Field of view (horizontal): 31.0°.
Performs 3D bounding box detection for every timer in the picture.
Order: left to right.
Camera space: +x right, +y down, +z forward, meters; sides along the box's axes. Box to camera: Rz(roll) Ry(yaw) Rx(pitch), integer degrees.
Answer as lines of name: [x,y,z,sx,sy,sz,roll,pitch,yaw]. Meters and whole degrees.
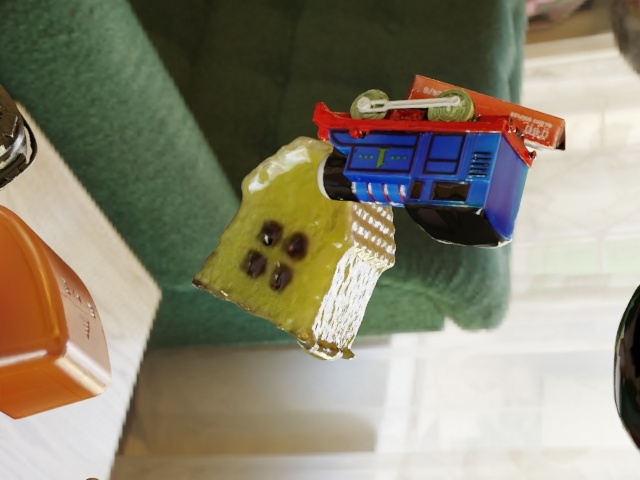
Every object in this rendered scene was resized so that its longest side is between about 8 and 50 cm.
timer: [-0.413,0.095,1.634,0.257,0.161,0.250,67,9,-66]

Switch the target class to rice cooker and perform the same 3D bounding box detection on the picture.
rice cooker: [-0.393,-0.131,1.279,0.112,0.165,0.106,-43,167,-19]

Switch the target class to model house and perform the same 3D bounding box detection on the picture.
model house: [0.000,0.000,1.323,0.234,0.175,0.193,-59,158,2]

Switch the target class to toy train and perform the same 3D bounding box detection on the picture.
toy train: [0.088,-0.071,1.073,0.083,0.204,0.131,37,64,-53]

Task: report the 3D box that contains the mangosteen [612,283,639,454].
mangosteen: [0.452,0.145,1.117,0.346,0.307,0.307,61,11,24]

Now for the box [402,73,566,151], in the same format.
box: [0.232,-0.178,1.633,0.123,0.230,0.050,-72,179,-84]

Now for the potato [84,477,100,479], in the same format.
potato: [-0.328,0.360,1.599,0.092,0.047,0.045,-68,136,-76]
